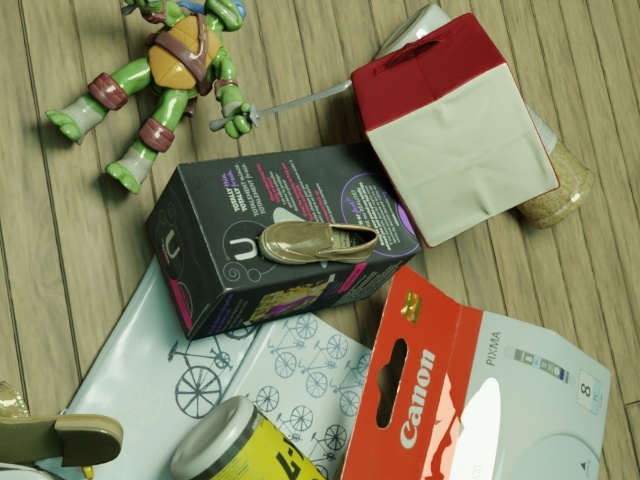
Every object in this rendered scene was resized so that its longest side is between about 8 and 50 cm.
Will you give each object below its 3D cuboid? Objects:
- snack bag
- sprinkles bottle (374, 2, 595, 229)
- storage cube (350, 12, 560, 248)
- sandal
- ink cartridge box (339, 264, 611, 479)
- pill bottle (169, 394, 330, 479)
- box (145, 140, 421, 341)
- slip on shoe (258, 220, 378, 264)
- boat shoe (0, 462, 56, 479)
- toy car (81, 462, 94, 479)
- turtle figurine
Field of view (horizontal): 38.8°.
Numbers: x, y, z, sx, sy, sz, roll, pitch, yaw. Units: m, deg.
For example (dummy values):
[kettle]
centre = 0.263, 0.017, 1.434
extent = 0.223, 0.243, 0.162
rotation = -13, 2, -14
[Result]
[snack bag]
centre = -0.117, 0.197, 1.093
extent = 0.342, 0.037, 0.323
rotation = 34, 66, -17
[sprinkles bottle]
centre = 0.239, -0.175, 1.310
extent = 0.355, 0.121, 0.121
rotation = 43, 63, -13
[storage cube]
centre = 0.165, -0.139, 1.142
extent = 0.184, 0.193, 0.215
rotation = -26, 118, 11
[sandal]
centre = -0.330, 0.189, 0.968
extent = 0.240, 0.088, 0.079
rotation = 4, 37, -8
[ink cartridge box]
centre = 0.218, 0.237, 1.161
extent = 0.385, 0.091, 0.308
rotation = 34, 60, -32
[pill bottle]
centre = -0.057, 0.284, 1.018
extent = 0.208, 0.119, 0.119
rotation = 47, 62, -12
[box]
centre = -0.046, -0.004, 1.085
extent = 0.270, 0.143, 0.165
rotation = -10, 67, -33
[slip on shoe]
centre = 0.000, 0.000, 0.989
extent = 0.135, 0.041, 0.051
rotation = 7, 62, -25
[boat shoe]
centre = -0.406, 0.264, 0.894
extent = 0.301, 0.102, 0.108
rotation = -3, 84, -12
[toy car]
centre = -0.270, 0.297, 0.972
extent = 0.060, 0.040, 0.122
rotation = -2, 94, -17
[turtle figurine]
centre = -0.169, -0.190, 1.038
extent = 0.266, 0.275, 0.198
rotation = -48, 136, -5
